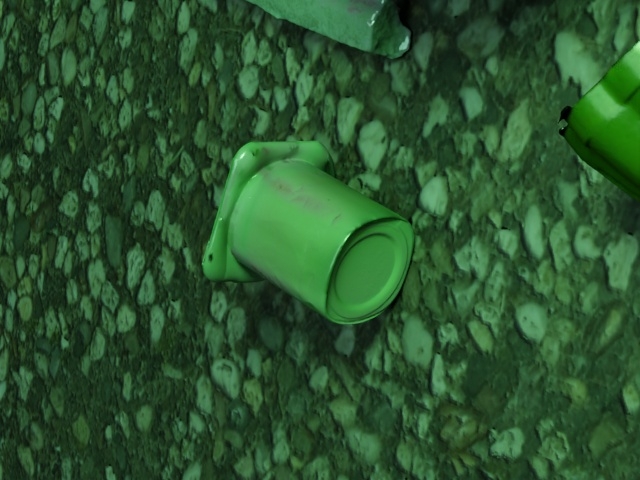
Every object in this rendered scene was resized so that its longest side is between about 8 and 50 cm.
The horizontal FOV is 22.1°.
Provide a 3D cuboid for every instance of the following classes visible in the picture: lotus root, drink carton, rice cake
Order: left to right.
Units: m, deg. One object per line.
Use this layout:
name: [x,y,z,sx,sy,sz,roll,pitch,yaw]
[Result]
rice cake: [-0.016,-0.247,1.587,0.290,0.051,0.081,29,120,45]
drink carton: [0.000,0.000,1.506,0.142,0.144,0.146,30,113,36]
lotus root: [0.287,-0.069,1.149,0.186,0.186,0.186,-1,88,50]
